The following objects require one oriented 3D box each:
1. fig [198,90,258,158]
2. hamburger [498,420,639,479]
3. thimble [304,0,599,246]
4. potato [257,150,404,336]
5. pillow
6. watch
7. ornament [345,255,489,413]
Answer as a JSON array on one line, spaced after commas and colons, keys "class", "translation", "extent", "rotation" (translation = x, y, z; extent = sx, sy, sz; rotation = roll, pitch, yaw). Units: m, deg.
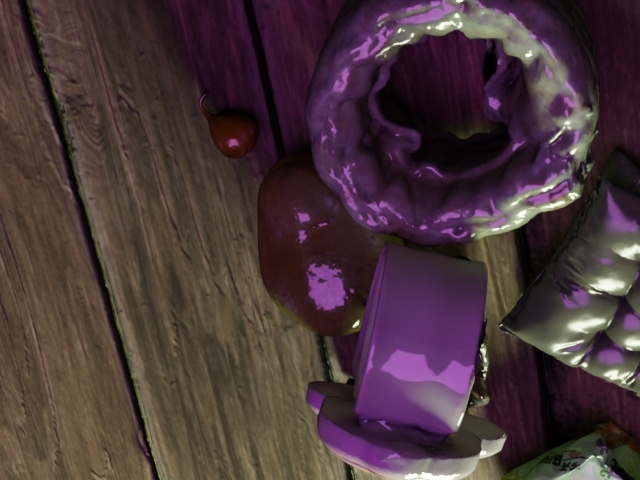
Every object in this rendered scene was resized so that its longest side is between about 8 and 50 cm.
[{"class": "fig", "translation": [-0.104, -0.126, 1.571], "extent": [0.083, 0.050, 0.050], "rotation": [46, 119, 7]}, {"class": "hamburger", "translation": [0.319, 0.338, 1.676], "extent": [0.235, 0.125, 0.214], "rotation": [44, 124, -7]}, {"class": "thimble", "translation": [0.138, -0.147, 1.418], "extent": [0.292, 0.195, 0.291], "rotation": [6, 120, 10]}, {"class": "potato", "translation": [0.000, 0.000, 1.553], "extent": [0.157, 0.157, 0.194], "rotation": [-21, 109, 22]}, {"class": "pillow", "translation": [0.388, 0.072, 1.535], "extent": [0.326, 0.101, 0.228], "rotation": [27, 123, 0]}, {"class": "watch", "translation": [0.102, 0.116, 1.429], "extent": [0.211, 0.248, 0.217], "rotation": [13, 97, 1]}, {"class": "ornament", "translation": [0.132, 0.109, 1.626], "extent": [0.166, 0.153, 0.196], "rotation": [18, 96, 2]}]
